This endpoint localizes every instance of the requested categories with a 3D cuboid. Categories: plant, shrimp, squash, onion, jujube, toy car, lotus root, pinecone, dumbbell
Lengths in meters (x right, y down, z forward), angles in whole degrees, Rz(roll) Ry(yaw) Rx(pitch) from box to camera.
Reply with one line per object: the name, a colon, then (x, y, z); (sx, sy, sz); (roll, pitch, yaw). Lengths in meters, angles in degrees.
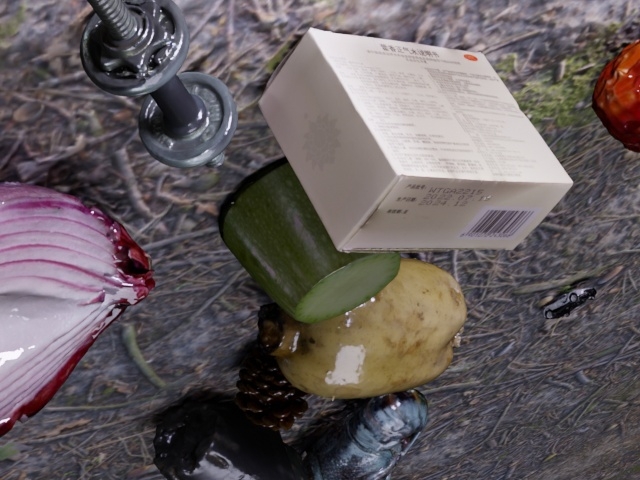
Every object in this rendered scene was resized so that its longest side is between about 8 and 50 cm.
plant: (-0.119, 0.305, 1.589); (0.142, 0.164, 0.256); (-35, 138, 13)
shrimp: (0.050, 0.362, 1.828); (0.137, 0.172, 0.372); (-7, 144, -42)
squash: (0.000, 0.000, 1.151); (0.170, 0.123, 0.170); (-25, 155, -12)
onion: (-0.264, 0.046, 0.977); (0.283, 0.120, 0.227); (-14, 128, -48)
jujube: (0.349, -0.160, 1.145); (0.176, 0.109, 0.112); (-38, -175, 22)
toy car: (0.365, 0.089, 1.734); (0.041, 0.025, 0.093); (-1, 150, -42)
lotus root: (0.051, 0.098, 1.342); (0.284, 0.160, 0.146); (2, -176, -35)
pinecone: (-0.061, 0.179, 1.462); (0.102, 0.102, 0.109); (-21, 136, -5)
dumbbell: (-0.115, -0.113, 0.862); (0.082, 0.081, 0.254); (-25, 155, 3)

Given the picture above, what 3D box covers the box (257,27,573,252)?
box: (0.079, -0.081, 0.989); (0.212, 0.168, 0.095); (0, 142, -41)
